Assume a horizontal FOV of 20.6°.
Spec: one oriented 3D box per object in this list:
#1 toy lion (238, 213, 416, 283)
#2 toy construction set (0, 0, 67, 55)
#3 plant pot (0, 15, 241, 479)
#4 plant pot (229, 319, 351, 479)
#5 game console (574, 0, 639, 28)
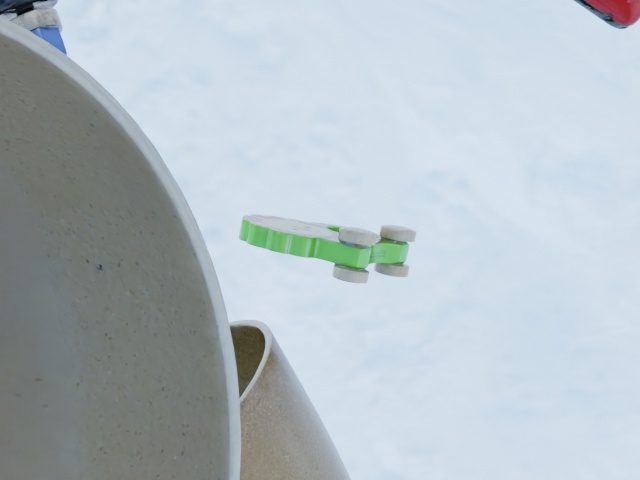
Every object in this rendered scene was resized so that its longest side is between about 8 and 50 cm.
[{"bbox_3d":[0.000,0.000,1.125,0.096,0.100,0.034,15,98,26],"label":"toy lion"},{"bbox_3d":[-0.374,-0.173,1.316,0.237,0.257,0.309,-24,104,44],"label":"toy construction set"},{"bbox_3d":[-0.187,0.067,0.507,0.191,0.284,0.284,7,95,41],"label":"plant pot"},{"bbox_3d":[-0.052,0.222,1.149,0.237,0.237,0.254,-31,107,25],"label":"plant pot"},{"bbox_3d":[0.125,-0.194,1.011,0.144,0.085,0.124,31,68,-14],"label":"game console"}]
